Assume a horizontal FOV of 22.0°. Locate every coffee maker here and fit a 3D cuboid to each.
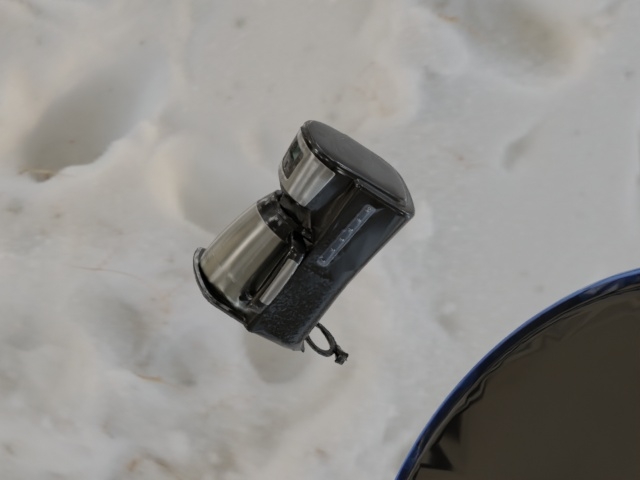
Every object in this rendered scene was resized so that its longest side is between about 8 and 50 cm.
[{"bbox_3d":[0.000,0.000,1.480,0.171,0.120,0.178,22,118,-45],"label":"coffee maker"}]

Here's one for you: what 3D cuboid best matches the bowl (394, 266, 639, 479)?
[{"bbox_3d":[0.157,0.191,0.778,0.077,0.391,0.391,25,80,-35],"label":"bowl"}]
